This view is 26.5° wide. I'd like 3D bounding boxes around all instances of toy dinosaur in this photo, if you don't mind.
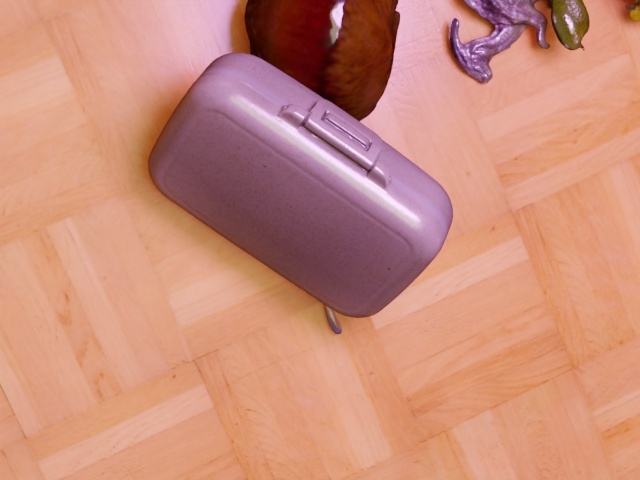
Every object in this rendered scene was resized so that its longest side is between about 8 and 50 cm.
[{"bbox_3d":[0.262,-0.365,1.879,0.162,0.077,0.294,-3,98,-19],"label":"toy dinosaur"}]

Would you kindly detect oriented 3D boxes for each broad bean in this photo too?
[{"bbox_3d":[0.329,-0.383,1.832,0.052,0.053,0.256,-6,100,6],"label":"broad bean"}]

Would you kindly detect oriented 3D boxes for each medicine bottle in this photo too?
[{"bbox_3d":[-0.027,-0.066,1.749,0.375,0.282,0.123,35,50,-6],"label":"medicine bottle"}]

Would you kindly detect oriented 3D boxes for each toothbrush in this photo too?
[{"bbox_3d":[0.000,0.000,1.883,0.027,0.021,0.269,-10,97,1],"label":"toothbrush"}]

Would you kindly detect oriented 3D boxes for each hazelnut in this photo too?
[{"bbox_3d":[-0.001,-0.266,1.775,0.217,0.217,0.251,-5,120,-12],"label":"hazelnut"}]

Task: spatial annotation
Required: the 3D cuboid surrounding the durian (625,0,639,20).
[{"bbox_3d":[0.471,-0.416,1.885,0.159,0.146,0.198,36,83,-11],"label":"durian"}]
